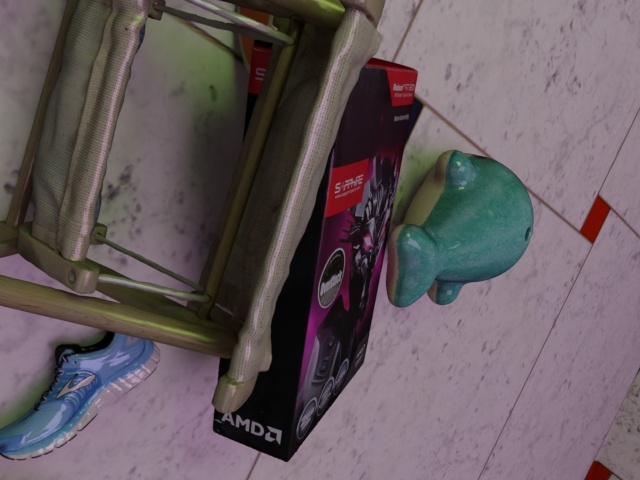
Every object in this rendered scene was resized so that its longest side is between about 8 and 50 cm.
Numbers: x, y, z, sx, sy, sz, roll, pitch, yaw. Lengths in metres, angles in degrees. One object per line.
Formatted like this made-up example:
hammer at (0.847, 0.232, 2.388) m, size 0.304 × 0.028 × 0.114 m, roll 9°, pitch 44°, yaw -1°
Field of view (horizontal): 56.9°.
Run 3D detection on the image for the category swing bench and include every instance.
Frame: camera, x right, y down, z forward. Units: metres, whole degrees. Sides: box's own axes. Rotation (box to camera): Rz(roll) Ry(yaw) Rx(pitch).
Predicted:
swing bench at (-0.114, -0.067, 0.396) m, size 0.254 × 0.165 × 0.253 m, roll 20°, pitch 99°, yaw 1°

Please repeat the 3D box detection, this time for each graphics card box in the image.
graphics card box at (0.000, 0.000, 0.603) m, size 0.233 × 0.094 × 0.371 m, roll -30°, pitch 133°, yaw -65°

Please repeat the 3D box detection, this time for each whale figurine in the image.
whale figurine at (0.181, -0.006, 0.752) m, size 0.272 × 0.141 × 0.216 m, roll -31°, pitch 129°, yaw -50°

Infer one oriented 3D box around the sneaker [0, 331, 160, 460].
sneaker at (-0.235, 0.132, 0.553) m, size 0.162 × 0.063 × 0.073 m, roll -40°, pitch 113°, yaw -26°

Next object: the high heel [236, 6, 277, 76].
high heel at (-0.007, -0.262, 0.554) m, size 0.117 × 0.082 × 0.244 m, roll 1°, pitch 100°, yaw -41°
